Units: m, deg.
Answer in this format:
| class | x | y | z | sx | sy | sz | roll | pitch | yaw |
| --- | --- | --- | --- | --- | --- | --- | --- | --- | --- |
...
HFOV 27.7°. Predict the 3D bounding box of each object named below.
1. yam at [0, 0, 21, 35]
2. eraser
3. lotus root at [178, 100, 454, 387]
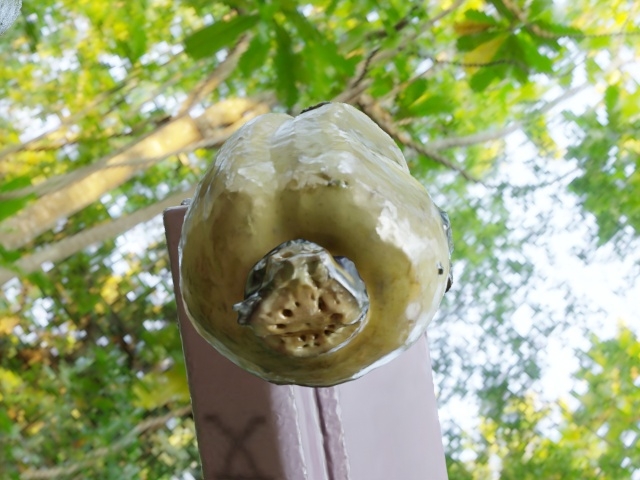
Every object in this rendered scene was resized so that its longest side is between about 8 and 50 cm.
| class | x | y | z | sx | sy | sz | roll | pitch | yaw |
| --- | --- | --- | --- | --- | --- | --- | --- | --- | --- |
| yam | -0.339 | -0.225 | 1.159 | 0.106 | 0.259 | 0.106 | 0 | -81 | 0 |
| eraser | 0.000 | 0.129 | 1.133 | 0.122 | 0.272 | 0.359 | -6 | -88 | 31 |
| lotus root | 0.000 | 0.000 | 0.753 | 0.155 | 0.257 | 0.140 | 0 | -63 | 6 |
